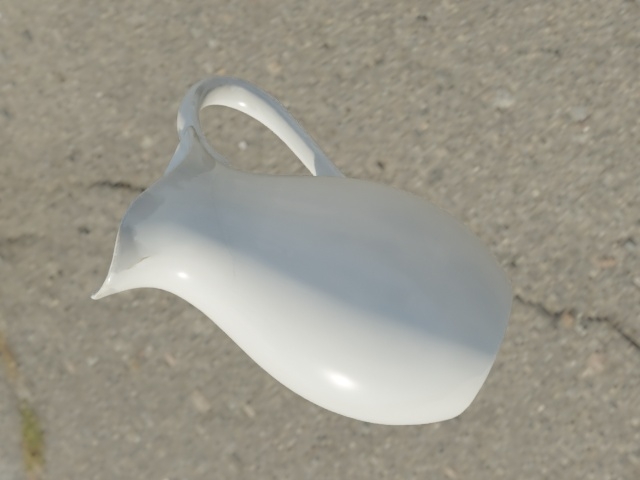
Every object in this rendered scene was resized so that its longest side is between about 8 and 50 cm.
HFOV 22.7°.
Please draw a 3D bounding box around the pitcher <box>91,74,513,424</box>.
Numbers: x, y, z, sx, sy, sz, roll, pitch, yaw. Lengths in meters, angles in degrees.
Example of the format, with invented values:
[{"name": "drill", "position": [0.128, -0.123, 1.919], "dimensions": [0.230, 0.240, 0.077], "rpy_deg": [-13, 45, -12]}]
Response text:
[{"name": "pitcher", "position": [0.000, 0.000, 0.879], "dimensions": [0.207, 0.177, 0.125], "rpy_deg": [23, 140, -6]}]
